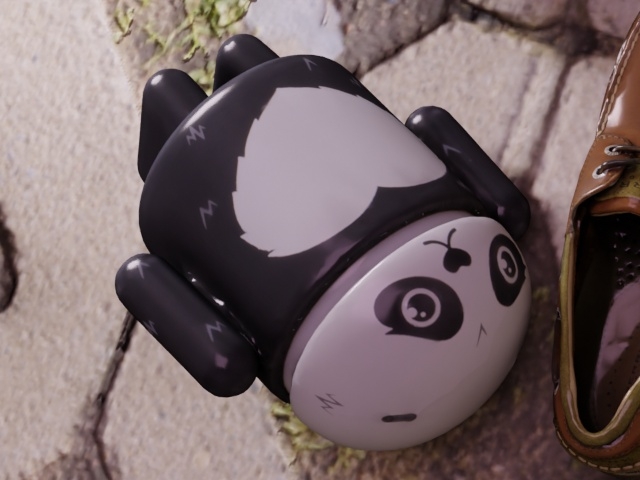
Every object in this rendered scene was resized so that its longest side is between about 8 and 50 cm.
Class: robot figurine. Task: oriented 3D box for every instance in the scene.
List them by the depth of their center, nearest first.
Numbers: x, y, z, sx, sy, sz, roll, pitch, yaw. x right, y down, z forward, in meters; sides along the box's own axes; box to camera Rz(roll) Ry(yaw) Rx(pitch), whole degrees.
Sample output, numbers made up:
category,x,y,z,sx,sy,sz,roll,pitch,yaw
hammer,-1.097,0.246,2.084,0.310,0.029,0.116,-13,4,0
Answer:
category,x,y,z,sx,sy,sz,roll,pitch,yaw
robot figurine,0.002,-0.002,1.150,0.209,0.173,0.278,-46,64,7

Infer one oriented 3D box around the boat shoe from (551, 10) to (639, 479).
category,x,y,z,sx,sy,sz,roll,pitch,yaw
boat shoe,0.202,-0.015,1.114,0.110,0.104,0.307,4,77,22
